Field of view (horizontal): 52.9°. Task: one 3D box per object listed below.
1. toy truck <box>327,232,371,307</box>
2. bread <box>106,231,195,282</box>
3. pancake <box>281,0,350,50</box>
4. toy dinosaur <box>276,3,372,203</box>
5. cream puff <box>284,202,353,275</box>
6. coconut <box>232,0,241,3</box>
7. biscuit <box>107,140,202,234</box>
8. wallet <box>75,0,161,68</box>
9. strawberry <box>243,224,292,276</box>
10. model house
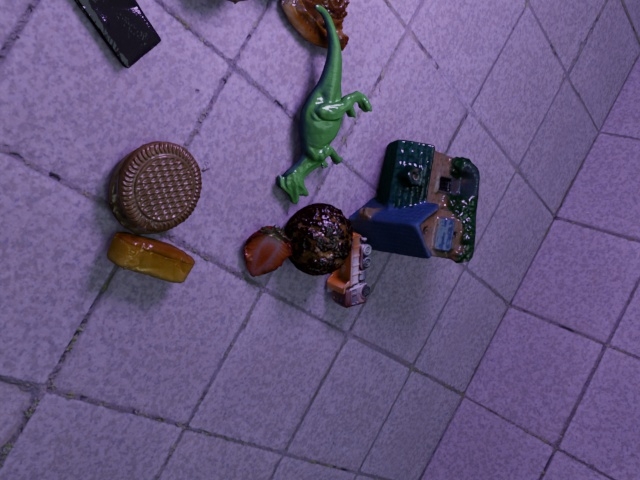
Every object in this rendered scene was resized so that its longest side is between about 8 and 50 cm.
[{"bbox_3d":[0.100,0.097,2.244,0.135,0.114,0.270,-15,114,-38],"label":"toy truck"},{"bbox_3d":[-0.450,0.041,1.728,0.245,0.102,0.094,22,98,-44],"label":"bread"},{"bbox_3d":[0.020,-0.689,1.893,0.266,0.057,0.244,40,79,-44],"label":"pancake"},{"bbox_3d":[-0.052,-0.397,1.928,0.374,0.144,0.500,-37,126,-11],"label":"toy dinosaur"},{"bbox_3d":[0.000,0.000,2.062,0.239,0.165,0.239,-9,111,-23],"label":"cream puff"},{"bbox_3d":[-0.211,-0.685,1.601,0.194,0.194,0.194,-18,118,-37],"label":"coconut"},{"bbox_3d":[-0.431,-0.135,1.686,0.259,0.079,0.259,-19,119,-38],"label":"biscuit"},{"bbox_3d":[-0.485,-0.539,1.511,0.124,0.025,0.244,-47,131,-18],"label":"wallet"},{"bbox_3d":[-0.166,0.032,1.991,0.147,0.082,0.187,27,110,-12],"label":"strawberry"},{"bbox_3d":[0.328,-0.135,2.219,0.343,0.335,0.382,11,89,-46],"label":"model house"}]
